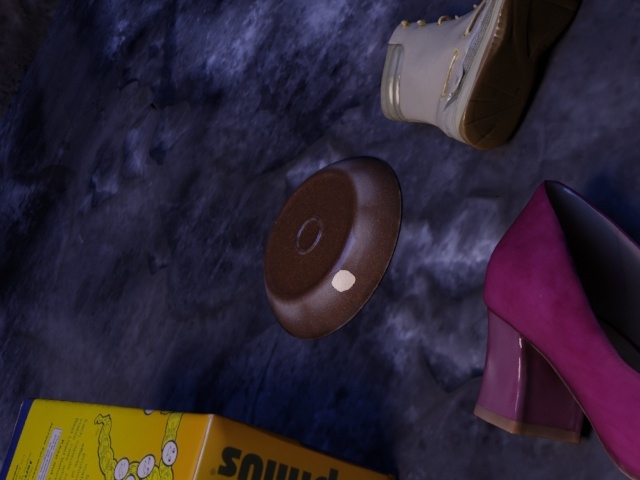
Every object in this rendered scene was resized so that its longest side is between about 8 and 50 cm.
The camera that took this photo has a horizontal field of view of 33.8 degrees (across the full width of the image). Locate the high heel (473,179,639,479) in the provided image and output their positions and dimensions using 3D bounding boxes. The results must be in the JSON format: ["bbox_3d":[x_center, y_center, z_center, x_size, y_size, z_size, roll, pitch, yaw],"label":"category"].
[{"bbox_3d":[0.216,0.052,0.617,0.377,0.127,0.181,8,86,60],"label":"high heel"}]

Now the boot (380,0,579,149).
[{"bbox_3d":[0.140,-0.194,0.951,0.165,0.077,0.213,28,95,59],"label":"boot"}]

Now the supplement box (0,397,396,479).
[{"bbox_3d":[-0.136,0.260,0.920,0.356,0.194,0.195,-7,63,52],"label":"supplement box"}]

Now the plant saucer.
[{"bbox_3d":[0.000,0.000,1.052,0.198,0.036,0.199,-33,44,40],"label":"plant saucer"}]
